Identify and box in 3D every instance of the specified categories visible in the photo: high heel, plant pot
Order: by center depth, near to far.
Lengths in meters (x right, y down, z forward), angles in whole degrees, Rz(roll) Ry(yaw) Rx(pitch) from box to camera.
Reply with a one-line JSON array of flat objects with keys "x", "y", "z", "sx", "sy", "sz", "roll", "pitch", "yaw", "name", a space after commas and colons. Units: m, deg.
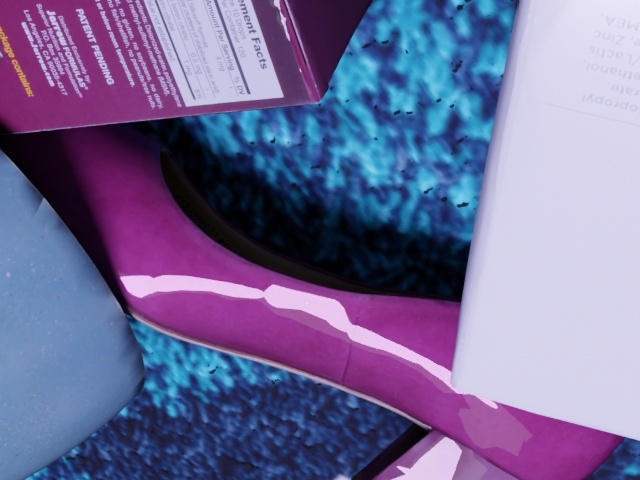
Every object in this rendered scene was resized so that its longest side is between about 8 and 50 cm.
[{"x": -0.265, "y": 0.047, "z": 0.656, "sx": 0.290, "sy": 0.195, "sz": 0.290, "roll": 34, "pitch": 153, "yaw": 20, "name": "plant pot"}, {"x": 0.000, "y": 0.000, "z": 0.674, "sx": 0.377, "sy": 0.127, "sz": 0.181, "roll": 43, "pitch": 98, "yaw": -7, "name": "high heel"}]

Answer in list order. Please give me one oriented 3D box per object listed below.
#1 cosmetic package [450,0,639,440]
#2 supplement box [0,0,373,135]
[{"x": 0.143, "y": -0.083, "z": 0.427, "sx": 0.138, "sy": 0.224, "sz": 0.224, "roll": 13, "pitch": 132, "yaw": 11, "name": "cosmetic package"}, {"x": -0.081, "y": -0.113, "z": 0.576, "sx": 0.188, "sy": 0.104, "sz": 0.080, "roll": -3, "pitch": 126, "yaw": 24, "name": "supplement box"}]
